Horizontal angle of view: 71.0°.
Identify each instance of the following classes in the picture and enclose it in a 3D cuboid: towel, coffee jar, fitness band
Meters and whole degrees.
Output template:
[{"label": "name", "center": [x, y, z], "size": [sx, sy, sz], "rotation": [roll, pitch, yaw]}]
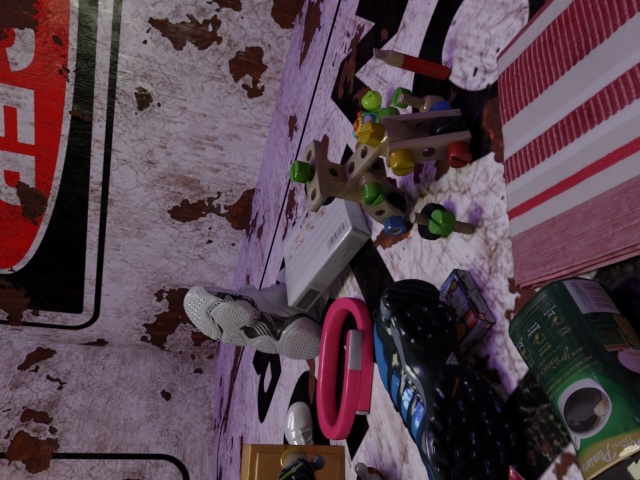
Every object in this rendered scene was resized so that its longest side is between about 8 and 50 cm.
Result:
[{"label": "towel", "center": [0.274, -0.132, 0.462], "size": [0.237, 0.037, 0.330], "rotation": [133, 144, -64]}, {"label": "coffee jar", "center": [0.236, 0.126, 0.370], "size": [0.185, 0.078, 0.096], "rotation": [-99, 25, -46]}, {"label": "fitness band", "center": [0.047, 0.266, 0.951], "size": [0.209, 0.054, 0.291], "rotation": [151, 127, -72]}]

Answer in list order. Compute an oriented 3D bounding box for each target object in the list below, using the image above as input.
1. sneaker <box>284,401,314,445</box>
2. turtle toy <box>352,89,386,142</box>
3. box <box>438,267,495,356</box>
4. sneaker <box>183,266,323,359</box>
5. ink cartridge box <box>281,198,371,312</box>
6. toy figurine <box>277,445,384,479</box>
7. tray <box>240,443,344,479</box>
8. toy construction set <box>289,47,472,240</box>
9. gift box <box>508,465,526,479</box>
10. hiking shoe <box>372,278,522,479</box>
[{"label": "sneaker", "center": [-0.033, 0.497, 1.066], "size": [0.094, 0.080, 0.213], "rotation": [-21, 68, 57]}, {"label": "turtle toy", "center": [0.109, -0.261, 0.986], "size": [0.095, 0.066, 0.130], "rotation": [-116, 38, -61]}, {"label": "box", "center": [0.181, 0.120, 0.633], "size": [0.094, 0.027, 0.137], "rotation": [-103, 28, -48]}, {"label": "sneaker", "center": [-0.156, 0.161, 1.144], "size": [0.137, 0.365, 0.210], "rotation": [-58, 20, 30]}, {"label": "ink cartridge box", "center": [0.000, 0.000, 1.109], "size": [0.275, 0.060, 0.239], "rotation": [-53, 29, 29]}, {"label": "toy figurine", "center": [0.013, 0.452, 0.707], "size": [0.148, 0.212, 0.210], "rotation": [104, 175, -79]}, {"label": "tray", "center": [-0.058, 0.610, 0.844], "size": [0.076, 0.202, 0.412], "rotation": [135, 141, -60]}, {"label": "toy construction set", "center": [0.085, -0.160, 0.729], "size": [0.257, 0.237, 0.309], "rotation": [163, 115, -71]}, {"label": "gift box", "center": [0.169, 0.243, 0.201], "size": [0.276, 0.257, 0.255], "rotation": [58, 140, 33]}, {"label": "hiking shoe", "center": [0.147, 0.202, 0.563], "size": [0.132, 0.113, 0.304], "rotation": [105, 156, -56]}]
